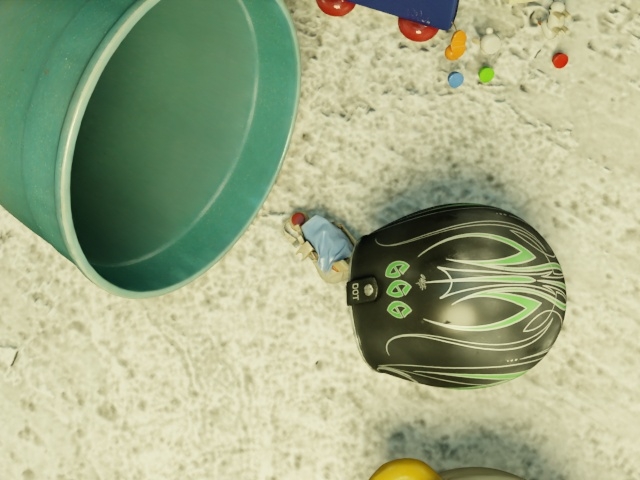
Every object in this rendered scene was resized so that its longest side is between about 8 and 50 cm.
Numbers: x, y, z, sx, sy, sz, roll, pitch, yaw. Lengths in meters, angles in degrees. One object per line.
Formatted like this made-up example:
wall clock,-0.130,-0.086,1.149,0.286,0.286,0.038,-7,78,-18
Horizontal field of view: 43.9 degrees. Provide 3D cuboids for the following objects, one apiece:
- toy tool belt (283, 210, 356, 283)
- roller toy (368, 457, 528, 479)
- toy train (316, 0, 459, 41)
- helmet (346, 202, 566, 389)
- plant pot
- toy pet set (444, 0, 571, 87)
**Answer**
toy tool belt,0.000,0.000,0.726,0.052,0.051,0.083,-42,77,-4
roller toy,0.127,0.272,0.607,0.191,0.146,0.209,-3,77,5
toy train,0.030,-0.302,0.767,0.248,0.105,0.143,20,70,9
helmet,0.118,0.046,0.658,0.161,0.169,0.169,-6,77,22
plant pot,-0.198,-0.127,0.676,0.255,0.271,0.272,26,82,24
toy pet set,0.168,-0.216,0.741,0.122,0.114,0.065,-11,40,-11
